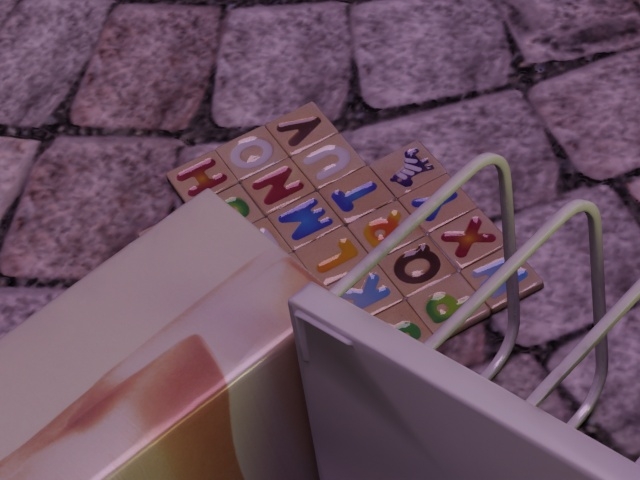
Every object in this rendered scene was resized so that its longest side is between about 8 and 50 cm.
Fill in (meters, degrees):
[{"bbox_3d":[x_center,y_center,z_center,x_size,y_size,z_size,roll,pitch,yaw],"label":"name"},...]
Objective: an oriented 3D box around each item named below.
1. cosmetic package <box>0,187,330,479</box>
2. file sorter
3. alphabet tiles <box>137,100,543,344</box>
[{"bbox_3d":[-0.124,0.129,1.083,0.296,0.153,0.129,-38,52,-17],"label":"cosmetic package"},{"bbox_3d":[0.151,0.106,1.026,0.277,0.193,0.173,29,56,33],"label":"file sorter"},{"bbox_3d":[0.000,0.000,1.278,0.198,0.009,0.237,-27,49,-13],"label":"alphabet tiles"}]
